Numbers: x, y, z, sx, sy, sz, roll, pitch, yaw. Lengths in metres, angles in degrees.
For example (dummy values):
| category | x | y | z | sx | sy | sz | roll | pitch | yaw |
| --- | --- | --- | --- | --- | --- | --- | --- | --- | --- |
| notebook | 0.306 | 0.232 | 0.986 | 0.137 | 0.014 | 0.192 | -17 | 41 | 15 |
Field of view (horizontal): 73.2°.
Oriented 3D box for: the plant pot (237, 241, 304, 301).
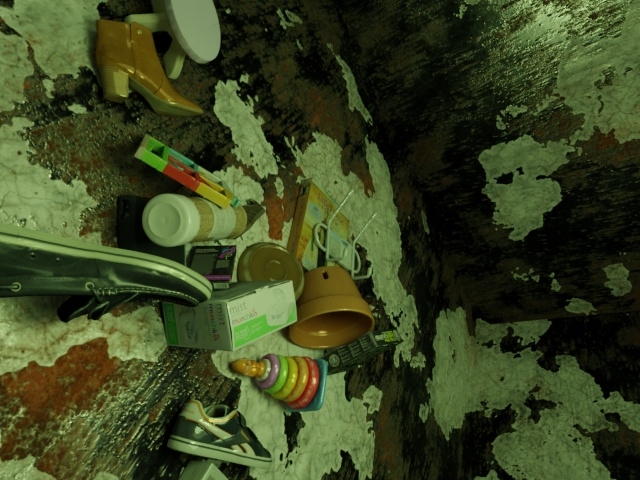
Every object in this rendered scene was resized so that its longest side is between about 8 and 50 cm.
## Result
| category | x | y | z | sx | sy | sz | roll | pitch | yaw |
| --- | --- | --- | --- | --- | --- | --- | --- | --- | --- |
| plant pot | -0.150 | 0.102 | 1.392 | 0.237 | 0.032 | 0.236 | 18 | 53 | -25 |

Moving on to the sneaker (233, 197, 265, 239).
| category | x | y | z | sx | sy | sz | roll | pitch | yaw |
| --- | --- | --- | --- | --- | --- | --- | --- | --- | --- |
| sneaker | -0.249 | -0.071 | 1.391 | 0.071 | 0.066 | 0.188 | 48 | 33 | -11 |

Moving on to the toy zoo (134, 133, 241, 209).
| category | x | y | z | sx | sy | sz | roll | pitch | yaw |
| --- | --- | --- | --- | --- | --- | --- | --- | --- | --- |
| toy zoo | -0.336 | -0.172 | 1.133 | 0.293 | 0.030 | 0.192 | 31 | 10 | -26 |

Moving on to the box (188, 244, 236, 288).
| category | x | y | z | sx | sy | sz | roll | pitch | yaw |
| --- | --- | --- | --- | --- | --- | --- | --- | --- | --- |
| box | -0.293 | 0.069 | 1.165 | 0.162 | 0.116 | 0.029 | -94 | -175 | -53 |

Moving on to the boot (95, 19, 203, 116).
| category | x | y | z | sx | sy | sz | roll | pitch | yaw |
| --- | --- | --- | --- | --- | --- | --- | --- | --- | --- |
| boot | -0.450 | -0.462 | 1.167 | 0.295 | 0.104 | 0.210 | 1 | 87 | -49 |

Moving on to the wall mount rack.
| category | x | y | z | sx | sy | sz | roll | pitch | yaw |
| --- | --- | --- | --- | --- | --- | --- | --- | --- | --- |
| wall mount rack | 0.123 | -0.018 | 1.743 | 0.350 | 0.131 | 0.303 | 37 | 49 | -47 |

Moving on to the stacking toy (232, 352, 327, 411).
| category | x | y | z | sx | sy | sz | roll | pitch | yaw |
| --- | --- | --- | --- | --- | --- | --- | --- | --- | --- |
| stacking toy | -0.138 | 0.408 | 1.309 | 0.302 | 0.175 | 0.165 | 29 | 53 | -32 |

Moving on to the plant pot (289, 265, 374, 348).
| category | x | y | z | sx | sy | sz | roll | pitch | yaw |
| --- | --- | --- | --- | --- | --- | --- | --- | --- | --- |
| plant pot | 0.025 | 0.227 | 1.507 | 0.291 | 0.291 | 0.203 | 37 | 32 | -44 |

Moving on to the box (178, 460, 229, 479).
| category | x | y | z | sx | sy | sz | roll | pitch | yaw |
| --- | --- | --- | --- | --- | --- | --- | --- | --- | --- |
| box | -0.287 | 0.604 | 1.033 | 0.101 | 0.087 | 0.101 | 61 | 36 | -24 |

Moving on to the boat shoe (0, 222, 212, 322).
| category | x | y | z | sx | sy | sz | roll | pitch | yaw |
| --- | --- | --- | --- | --- | --- | --- | --- | --- | --- |
| boat shoe | -0.459 | 0.089 | 0.855 | 0.501 | 0.187 | 0.155 | 17 | 69 | -38 |

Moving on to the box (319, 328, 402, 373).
| category | x | y | z | sx | sy | sz | roll | pitch | yaw |
| --- | --- | --- | --- | --- | --- | --- | --- | --- | --- |
| box | 0.142 | 0.412 | 1.590 | 0.216 | 0.270 | 0.060 | 12 | 48 | -54 |

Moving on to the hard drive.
| category | x | y | z | sx | sy | sz | roll | pitch | yaw |
| --- | --- | --- | --- | --- | --- | --- | --- | --- | --- |
| hard drive | -0.419 | 0.013 | 1.091 | 0.172 | 0.054 | 0.254 | 8 | 72 | -56 |

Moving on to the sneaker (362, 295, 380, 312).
| category | x | y | z | sx | sy | sz | roll | pitch | yaw |
| --- | --- | --- | --- | --- | --- | --- | --- | --- | --- |
| sneaker | 0.150 | 0.281 | 1.753 | 0.281 | 0.163 | 0.106 | -29 | 102 | -57 |

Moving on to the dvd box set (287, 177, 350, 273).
| category | x | y | z | sx | sy | sz | roll | pitch | yaw |
| --- | --- | --- | --- | --- | --- | --- | --- | --- | --- |
| dvd box set | 0.000 | 0.000 | 1.727 | 0.307 | 0.062 | 0.419 | 44 | 44 | -41 |

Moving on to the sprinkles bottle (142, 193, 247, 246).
| category | x | y | z | sx | sy | sz | roll | pitch | yaw |
| --- | --- | --- | --- | --- | --- | --- | --- | --- | --- |
| sprinkles bottle | -0.308 | -0.054 | 1.121 | 0.355 | 0.122 | 0.121 | -15 | 91 | -78 |

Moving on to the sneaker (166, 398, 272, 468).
| category | x | y | z | sx | sy | sz | roll | pitch | yaw |
| --- | --- | --- | --- | --- | --- | --- | --- | --- | --- |
| sneaker | -0.233 | 0.505 | 1.118 | 0.321 | 0.126 | 0.127 | 41 | 52 | -40 |

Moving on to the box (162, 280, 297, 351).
| category | x | y | z | sx | sy | sz | roll | pitch | yaw |
| --- | --- | --- | --- | --- | --- | --- | --- | --- | --- |
| box | -0.231 | 0.185 | 1.136 | 0.262 | 0.231 | 0.126 | -12 | 96 | -59 |

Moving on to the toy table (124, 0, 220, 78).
| category | x | y | z | sx | sy | sz | roll | pitch | yaw |
| --- | --- | --- | --- | --- | --- | --- | --- | --- | --- |
| toy table | -0.410 | -0.625 | 1.252 | 0.252 | 0.161 | 0.273 | 13 | 68 | -55 |
